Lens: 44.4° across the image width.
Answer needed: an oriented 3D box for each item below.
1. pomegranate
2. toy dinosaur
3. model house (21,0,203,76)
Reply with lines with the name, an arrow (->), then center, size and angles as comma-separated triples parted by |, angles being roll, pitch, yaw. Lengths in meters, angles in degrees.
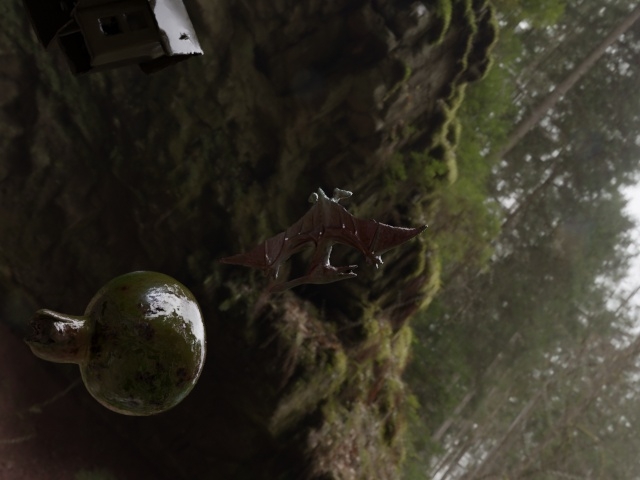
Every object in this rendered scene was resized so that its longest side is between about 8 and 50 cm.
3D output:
pomegranate -> -0.244, 0.121, 0.976 | 0.210, 0.179, 0.179 | 21, -24, -4
toy dinosaur -> -0.001, -0.001, 0.788 | 0.220, 0.108, 0.032 | -9, -25, 20
model house -> -0.194, -0.303, 0.898 | 0.211, 0.243, 0.205 | -14, -81, 56
